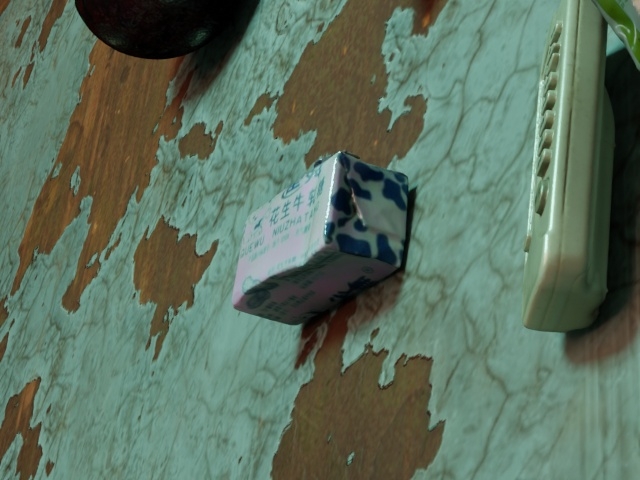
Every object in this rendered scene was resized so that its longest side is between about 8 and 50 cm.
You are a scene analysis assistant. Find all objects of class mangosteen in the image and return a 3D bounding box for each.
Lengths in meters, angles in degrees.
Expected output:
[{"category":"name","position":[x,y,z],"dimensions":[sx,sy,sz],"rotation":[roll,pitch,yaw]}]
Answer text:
[{"category":"mangosteen","position":[-0.181,-0.299,2.005],"dimensions":[0.216,0.216,0.216],"rotation":[-48,28,37]}]

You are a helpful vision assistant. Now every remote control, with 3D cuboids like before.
[{"category":"remote control","position":[0.160,-0.052,1.191],"dimensions":[0.090,0.049,0.230],"rotation":[97,-179,-57]}]

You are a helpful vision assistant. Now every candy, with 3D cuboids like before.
[{"category":"candy","position":[0.000,0.000,1.477],"dimensions":[0.160,0.073,0.092],"rotation":[-32,44,53]}]

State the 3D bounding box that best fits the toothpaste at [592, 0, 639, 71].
[{"category":"toothpaste","position":[0.179,-0.183,1.189],"dimensions":[0.078,0.047,0.248],"rotation":[-52,55,31]}]
